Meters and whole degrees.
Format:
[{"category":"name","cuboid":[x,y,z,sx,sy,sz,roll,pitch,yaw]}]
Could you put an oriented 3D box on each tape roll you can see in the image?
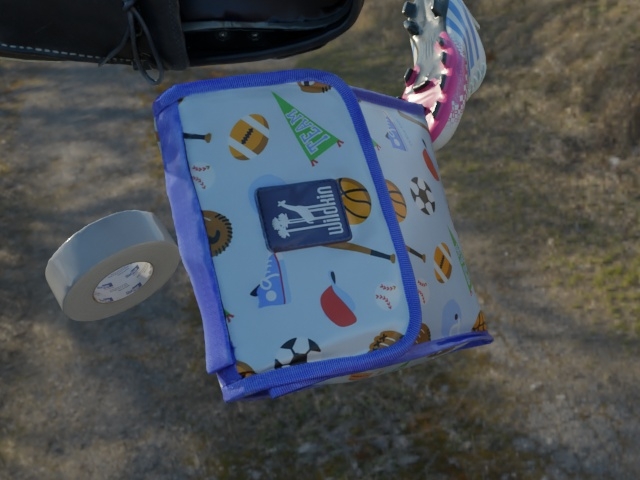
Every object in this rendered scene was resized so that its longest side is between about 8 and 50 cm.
[{"category":"tape roll","cuboid":[-0.352,0.045,1.462,0.219,0.219,0.072,-25,66,-27]}]

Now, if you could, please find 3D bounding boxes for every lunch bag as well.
[{"category":"lunch bag","cuboid":[0.000,0.000,0.954,0.239,0.328,0.385,-24,-15,34]}]

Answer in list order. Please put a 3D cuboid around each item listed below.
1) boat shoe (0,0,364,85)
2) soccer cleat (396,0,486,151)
[{"category":"boat shoe","cuboid":[-0.184,-0.276,0.947,0.500,0.187,0.156,-4,33,-6]},{"category":"soccer cleat","cuboid":[0.197,-0.246,1.274,0.116,0.143,0.331,-30,41,41]}]
